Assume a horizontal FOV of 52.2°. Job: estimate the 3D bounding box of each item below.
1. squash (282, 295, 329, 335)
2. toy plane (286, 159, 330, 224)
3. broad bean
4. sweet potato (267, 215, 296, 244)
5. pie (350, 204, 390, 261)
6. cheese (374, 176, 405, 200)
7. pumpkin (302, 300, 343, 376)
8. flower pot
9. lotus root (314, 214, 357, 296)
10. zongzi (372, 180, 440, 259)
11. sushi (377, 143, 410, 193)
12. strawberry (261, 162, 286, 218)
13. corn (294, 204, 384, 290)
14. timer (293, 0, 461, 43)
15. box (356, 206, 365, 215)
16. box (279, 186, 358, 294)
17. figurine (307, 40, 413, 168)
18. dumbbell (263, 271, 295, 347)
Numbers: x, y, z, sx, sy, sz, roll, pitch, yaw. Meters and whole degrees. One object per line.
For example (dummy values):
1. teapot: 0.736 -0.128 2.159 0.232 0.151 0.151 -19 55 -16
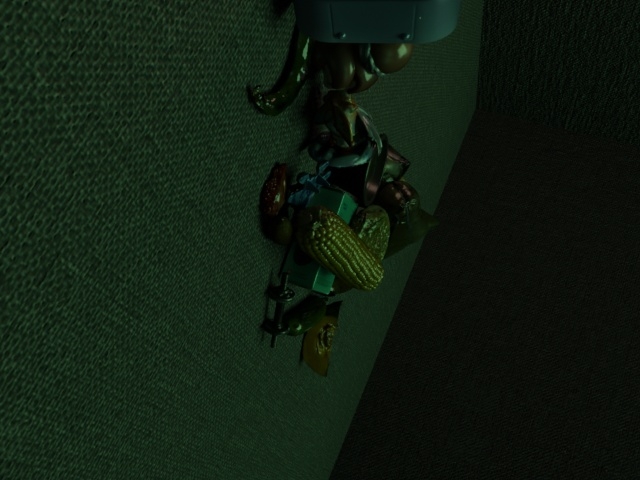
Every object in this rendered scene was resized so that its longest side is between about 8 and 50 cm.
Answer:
1. squash: -0.039 0.248 2.195 0.331 0.087 0.087 -31 135 -66
2. toy plane: -0.050 -0.120 1.796 0.169 0.078 0.246 -36 172 -34
3. broad bean: -0.077 -0.393 1.544 0.292 0.049 0.144 -61 158 -29
4. sweet potato: -0.103 -0.021 1.787 0.269 0.075 0.074 57 53 -79
5. pie: 0.151 0.013 2.155 0.277 0.079 0.277 -42 142 -46
6. cheese: 0.299 -0.174 2.750 0.226 0.117 0.214 -10 112 -75
7. pumpkin: 0.007 0.336 2.408 0.163 0.111 0.278 -62 164 -69
8. flower pot: 0.111 -0.237 2.073 0.235 0.148 0.235 15 90 -75
9. lotus root: 0.071 0.072 2.258 0.267 0.149 0.260 76 35 -52
10. zongzi: 0.360 -0.117 2.539 0.393 0.174 0.356 -20 149 -25
11. sushi: 0.226 -0.234 2.502 0.109 0.134 0.273 -39 164 -33
12. strawberry: -0.112 -0.126 1.695 0.104 0.048 0.152 2 108 -75
13. corn: 0.054 0.030 1.851 0.387 0.144 0.144 46 61 -48
14. timer: 0.134 -0.597 1.474 0.173 0.395 0.395 80 33 -54
15. box: 0.146 -0.018 2.409 0.225 0.129 0.086 82 31 -52
16. box: 0.000 0.000 2.020 0.205 0.118 0.311 30 78 -74
17. figurine: 0.093 -0.402 1.727 0.276 0.248 0.388 -115 -159 -53
18. dumbbell: -0.122 0.207 1.919 0.081 0.082 0.254 -38 143 -60
